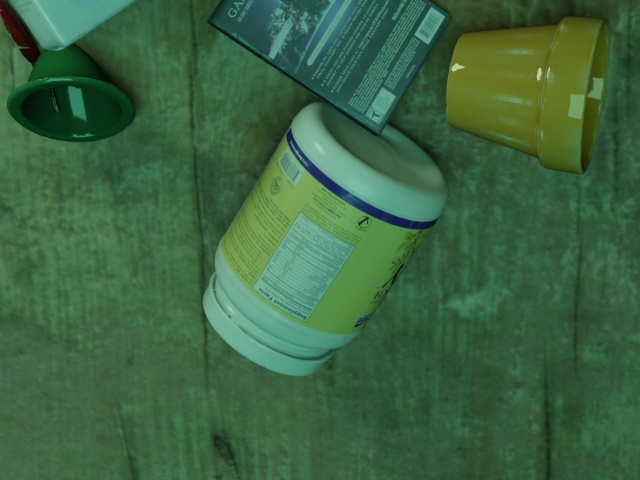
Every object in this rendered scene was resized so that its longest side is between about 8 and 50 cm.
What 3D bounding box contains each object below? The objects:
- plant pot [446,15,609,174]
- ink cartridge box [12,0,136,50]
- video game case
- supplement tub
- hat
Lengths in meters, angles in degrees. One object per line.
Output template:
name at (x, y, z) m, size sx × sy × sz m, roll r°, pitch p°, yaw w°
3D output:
plant pot at (0.273, -0.201, 1.699) m, size 0.188 × 0.205 × 0.205 m, roll 9°, pitch 116°, yaw 18°
ink cartridge box at (-0.311, -0.476, 1.571) m, size 0.308 × 0.091 × 0.385 m, roll -39°, pitch 112°, yaw -22°
video game case at (0.015, -0.295, 1.705) m, size 0.274 × 0.026 × 0.196 m, roll 33°, pitch 82°, yaw -10°
supplement tub at (0.000, 0.000, 1.779) m, size 0.241 × 0.241 × 0.331 m, roll 29°, pitch 114°, yaw -9°
hat at (-0.359, -0.265, 1.804) m, size 0.173 × 0.184 × 0.208 m, roll -13°, pitch 155°, yaw 18°
